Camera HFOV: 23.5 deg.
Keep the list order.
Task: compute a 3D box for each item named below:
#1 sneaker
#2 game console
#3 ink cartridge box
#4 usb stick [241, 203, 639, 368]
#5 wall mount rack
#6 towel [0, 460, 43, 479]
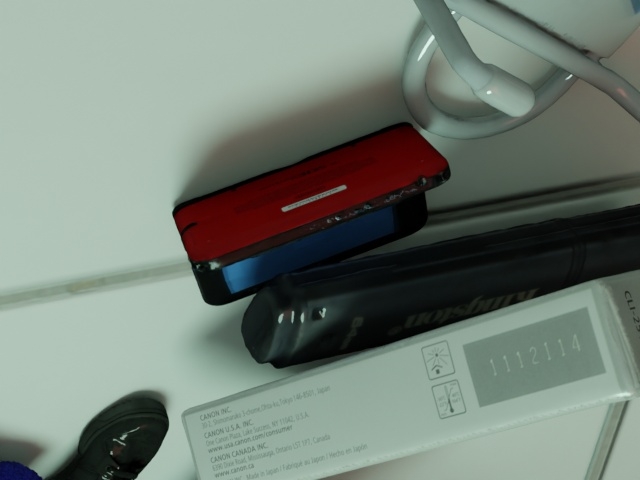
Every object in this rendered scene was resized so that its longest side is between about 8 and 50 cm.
[{"bbox_3d":[-0.146,0.181,0.961,0.170,0.089,0.051,-43,136,20],"label":"sneaker"},{"bbox_3d":[0.000,0.000,0.849,0.144,0.124,0.085,-21,113,-5],"label":"game console"},{"bbox_3d":[0.111,0.080,0.909,0.296,0.066,0.261,-21,171,37],"label":"ink cartridge box"},{"bbox_3d":[0.088,0.025,0.919,0.278,0.045,0.077,-10,155,-26],"label":"usb stick"},{"bbox_3d":[0.222,-0.129,0.783,0.304,0.130,0.350,20,123,-40],"label":"wall mount rack"},{"bbox_3d":[-0.317,0.225,0.872,0.308,0.076,0.227,1,135,-50],"label":"towel"}]
